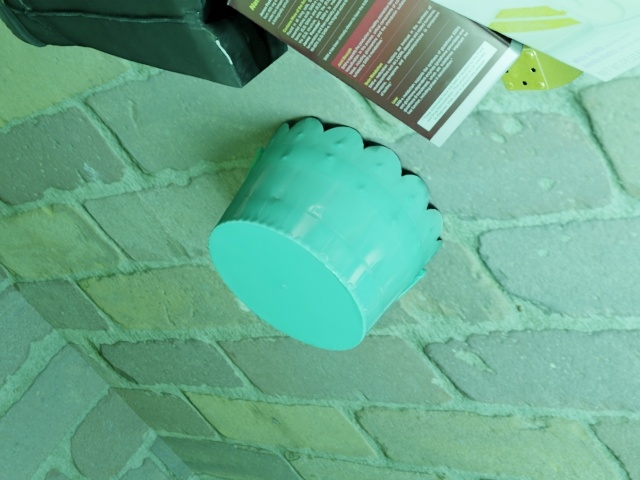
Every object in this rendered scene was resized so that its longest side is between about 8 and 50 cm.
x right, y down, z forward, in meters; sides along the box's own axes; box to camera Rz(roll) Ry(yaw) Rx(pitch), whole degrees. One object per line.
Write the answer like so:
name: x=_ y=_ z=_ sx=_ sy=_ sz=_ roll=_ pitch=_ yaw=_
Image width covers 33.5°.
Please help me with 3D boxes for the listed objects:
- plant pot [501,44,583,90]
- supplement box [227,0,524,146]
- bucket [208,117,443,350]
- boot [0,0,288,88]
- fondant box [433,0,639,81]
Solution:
plant pot: x=0.208 y=-0.186 z=1.016 sx=0.081 sy=0.083 sz=0.081 roll=7 pitch=139 yaw=42
supplement box: x=0.052 y=-0.207 z=0.961 sx=0.239 sy=0.073 sz=0.130 roll=33 pitch=130 yaw=-8
bucket: x=0.000 y=0.000 z=1.398 sx=0.281 sy=0.183 sz=0.281 roll=27 pitch=149 yaw=18
boot: x=-0.274 y=-0.350 z=1.196 sx=0.445 sy=0.146 sz=0.367 roll=20 pitch=155 yaw=43
fondant box: x=0.176 y=-0.259 z=0.807 sx=0.330 sy=0.096 sz=0.238 roll=20 pitch=157 yaw=-23
